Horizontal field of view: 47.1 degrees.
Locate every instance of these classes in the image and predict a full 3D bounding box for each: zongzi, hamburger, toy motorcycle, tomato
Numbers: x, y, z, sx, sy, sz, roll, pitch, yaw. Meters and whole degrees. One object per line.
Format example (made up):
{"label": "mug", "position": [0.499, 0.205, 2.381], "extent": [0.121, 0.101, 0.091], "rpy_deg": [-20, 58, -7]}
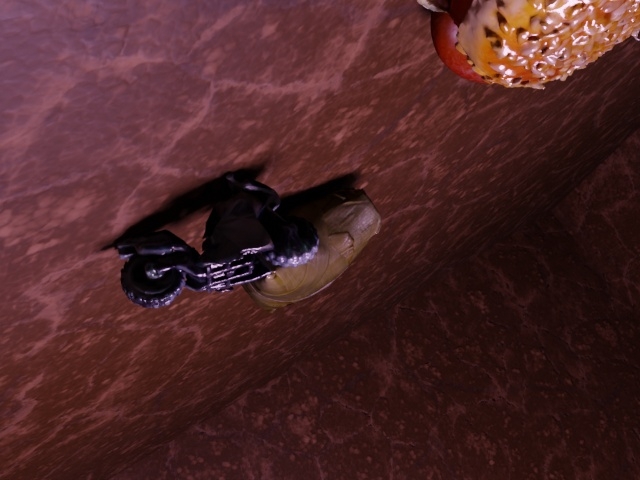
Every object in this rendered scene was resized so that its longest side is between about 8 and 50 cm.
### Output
{"label": "zongzi", "position": [0.000, 0.000, 1.192], "extent": [0.274, 0.145, 0.300], "rpy_deg": [-35, -179, -14]}
{"label": "hamburger", "position": [0.227, -0.305, 0.664], "extent": [0.330, 0.250, 0.330], "rpy_deg": [-33, 165, -10]}
{"label": "toy motorcycle", "position": [-0.142, -0.005, 0.996], "extent": [0.270, 0.159, 0.106], "rpy_deg": [-14, 148, -17]}
{"label": "tomato", "position": [0.220, -0.279, 0.924], "extent": [0.167, 0.167, 0.167], "rpy_deg": [-34, 165, -11]}

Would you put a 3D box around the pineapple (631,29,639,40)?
{"label": "pineapple", "position": [0.551, -0.424, 1.342], "extent": [0.137, 0.116, 0.069], "rpy_deg": [3, -167, 6]}
